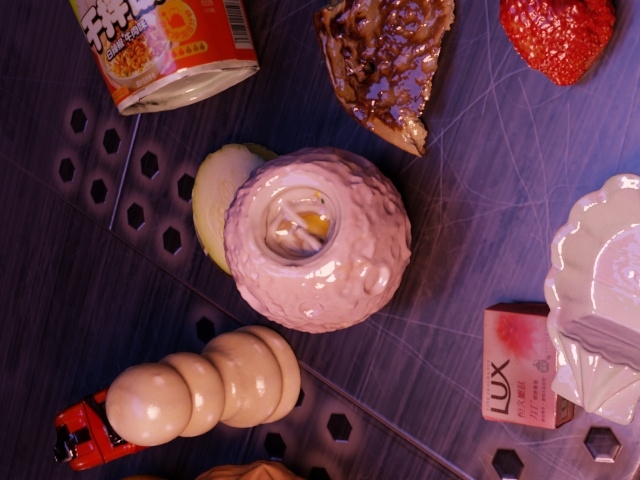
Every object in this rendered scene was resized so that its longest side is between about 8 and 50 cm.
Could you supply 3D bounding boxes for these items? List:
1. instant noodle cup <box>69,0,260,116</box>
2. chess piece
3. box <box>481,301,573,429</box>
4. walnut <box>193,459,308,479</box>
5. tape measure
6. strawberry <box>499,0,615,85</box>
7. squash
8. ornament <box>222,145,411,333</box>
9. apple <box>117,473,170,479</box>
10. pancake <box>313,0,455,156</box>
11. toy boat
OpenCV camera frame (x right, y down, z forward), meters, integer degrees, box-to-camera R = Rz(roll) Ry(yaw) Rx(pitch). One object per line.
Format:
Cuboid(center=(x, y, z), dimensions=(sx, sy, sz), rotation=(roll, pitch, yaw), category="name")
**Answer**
Cuboid(center=(-0.248, -0.370, 1.482), dimensions=(0.294, 0.294, 0.307), rotation=(-20, 89, 37), category="instant noodle cup")
Cuboid(center=(-0.183, 0.228, 1.448), dimensions=(0.167, 0.300, 0.167), rotation=(6, 99, 37), category="chess piece")
Cuboid(center=(0.267, 0.159, 1.245), dimensions=(0.111, 0.060, 0.156), rotation=(4, 96, 39), category="box")
Cuboid(center=(-0.101, 0.486, 1.422), dimensions=(0.306, 0.306, 0.344), rotation=(20, 109, 35), category="walnut")
Cuboid(center=(-0.314, 0.287, 1.582), dimensions=(0.260, 0.253, 0.114), rotation=(-25, 82, 36), category="tape measure")
Cuboid(center=(0.287, -0.270, 1.165), dimensions=(0.131, 0.148, 0.131), rotation=(-21, 42, 20), category="strawberry")
Cuboid(center=(-0.122, -0.048, 1.544), dimensions=(0.219, 0.041, 0.219), rotation=(8, 102, 41), category="squash")
Cuboid(center=(0.000, 0.000, 1.327), dimensions=(0.259, 0.225, 0.259), rotation=(-4, 75, 15), category="ornament")
Cuboid(center=(-0.302, 0.485, 1.661), dimensions=(0.182, 0.155, 0.182), rotation=(-6, 78, 31), category="apple")
Cuboid(center=(0.078, -0.263, 1.355), dimensions=(0.212, 0.056, 0.257), rotation=(16, 96, 28), category="pancake")
Cuboid(center=(0.365, 0.064, 1.133), dimensions=(0.199, 0.100, 0.290), rotation=(26, 109, 34), category="toy boat")
